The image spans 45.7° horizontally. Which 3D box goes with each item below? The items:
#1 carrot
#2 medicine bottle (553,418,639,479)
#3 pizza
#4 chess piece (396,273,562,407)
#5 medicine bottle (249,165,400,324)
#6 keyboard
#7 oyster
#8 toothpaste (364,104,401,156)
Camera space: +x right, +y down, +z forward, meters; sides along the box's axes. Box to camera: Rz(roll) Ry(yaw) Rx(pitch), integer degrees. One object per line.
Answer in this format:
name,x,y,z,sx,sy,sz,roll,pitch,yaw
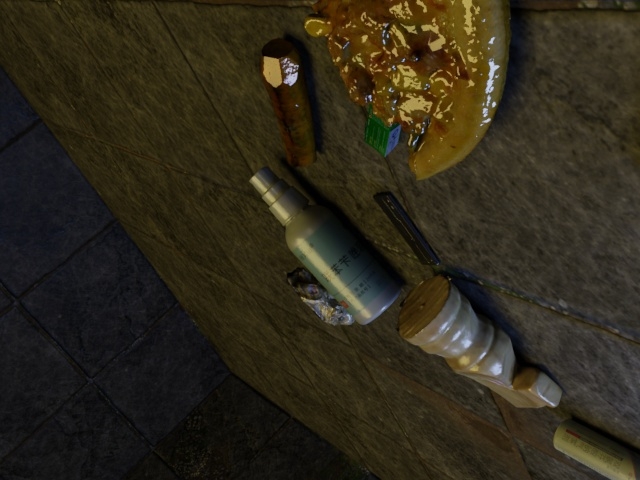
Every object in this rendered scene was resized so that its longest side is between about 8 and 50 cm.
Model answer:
carrot,-0.047,-0.210,1.214,0.070,0.070,0.260,37,160,26
medicine bottle,0.492,0.366,1.234,0.231,0.059,0.059,23,149,47
pizza,0.129,-0.198,0.829,0.258,0.087,0.268,50,148,-16
chess piece,0.274,0.192,1.287,0.301,0.137,0.137,39,163,-17
medicine bottle,0.000,0.000,1.449,0.352,0.110,0.110,48,160,-3
keyboard,0.144,-0.018,1.274,0.155,0.010,0.053,52,160,-16
oyster,0.013,0.128,1.746,0.191,0.081,0.163,43,-170,-37
toothpaste,0.091,-0.183,1.032,0.043,0.037,0.178,36,158,15
